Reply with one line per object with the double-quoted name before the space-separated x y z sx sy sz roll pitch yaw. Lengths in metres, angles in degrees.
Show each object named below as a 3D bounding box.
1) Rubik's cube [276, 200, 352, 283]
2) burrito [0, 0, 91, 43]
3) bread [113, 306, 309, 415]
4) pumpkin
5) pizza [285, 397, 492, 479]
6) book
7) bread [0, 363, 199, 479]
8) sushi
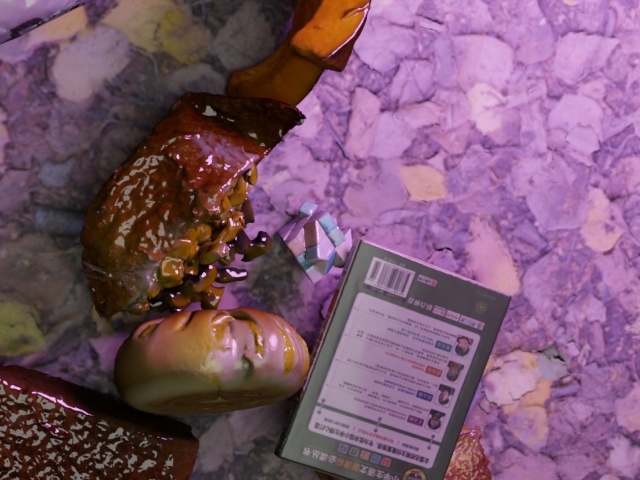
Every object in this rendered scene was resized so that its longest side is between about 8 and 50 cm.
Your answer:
"Rubik's cube" 0.000 0.001 1.723 0.073 0.084 0.075 -36 126 -3
"burrito" -0.318 -0.280 1.553 0.446 0.101 0.139 -25 105 -12
"bread" -0.118 0.131 1.659 0.213 0.213 0.104 -2 69 -17
"pumpkin" 0.002 -0.265 1.591 0.095 0.290 0.258 20 80 -12
"pizza" 0.092 0.253 1.799 0.305 0.085 0.161 31 88 -18
"book" 0.085 0.152 1.727 0.202 0.027 0.264 20 90 -18
"bread" -0.341 0.214 1.642 0.417 0.113 0.165 25 95 -21
"sushi" -0.142 -0.031 1.638 0.179 0.167 0.296 38 82 3
